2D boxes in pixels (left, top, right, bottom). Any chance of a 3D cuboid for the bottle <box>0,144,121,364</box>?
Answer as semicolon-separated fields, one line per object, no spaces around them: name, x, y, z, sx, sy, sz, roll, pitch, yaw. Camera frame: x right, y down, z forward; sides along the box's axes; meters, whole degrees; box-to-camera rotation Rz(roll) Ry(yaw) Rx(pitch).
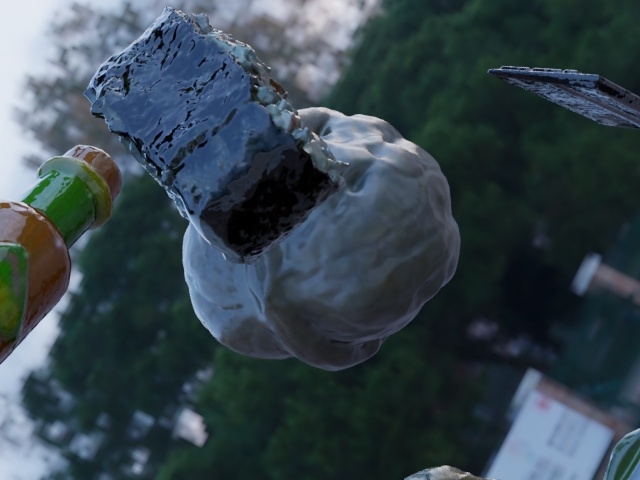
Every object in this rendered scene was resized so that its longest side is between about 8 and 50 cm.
bottle;-0.159;0.014;0.953;0.187;0.069;0.069;-53;-13;-45

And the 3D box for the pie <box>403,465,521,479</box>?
pie;0.091;0.225;1.165;0.046;0.195;0.195;-16;37;55

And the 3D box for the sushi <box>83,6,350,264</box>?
sushi;-0.050;-0.053;0.928;0.078;0.150;0.090;-44;-51;-1

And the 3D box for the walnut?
walnut;0.000;0.000;1.505;0.224;0.224;0.224;-61;-9;-16

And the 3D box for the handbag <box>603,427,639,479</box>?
handbag;0.236;0.212;0.870;0.241;0.222;0.263;-113;27;-84

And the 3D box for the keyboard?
keyboard;0.156;-0.076;1.065;0.198;0.063;0.010;10;-92;-64
